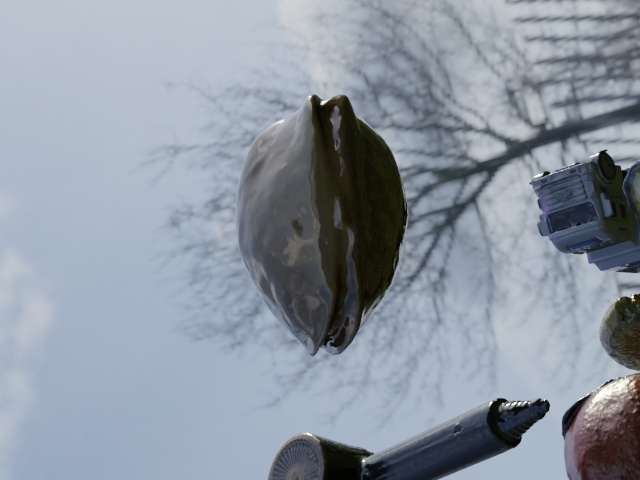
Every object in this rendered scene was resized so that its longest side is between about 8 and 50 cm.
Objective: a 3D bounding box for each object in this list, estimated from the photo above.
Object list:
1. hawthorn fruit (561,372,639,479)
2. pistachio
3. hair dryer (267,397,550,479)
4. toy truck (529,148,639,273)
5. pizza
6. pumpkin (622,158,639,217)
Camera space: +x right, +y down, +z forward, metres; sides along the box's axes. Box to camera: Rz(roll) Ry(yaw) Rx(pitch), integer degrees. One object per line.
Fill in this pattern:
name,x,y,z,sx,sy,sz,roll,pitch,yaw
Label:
hawthorn fruit,0.338,0.255,1.353,0.189,0.189,0.251,56,-146,-34
pistachio,0.000,0.000,1.229,0.213,0.162,0.260,94,177,-51
hair dryer,0.124,0.240,1.406,0.189,0.352,0.107,23,-128,-36
toy truck,0.425,-0.034,1.893,0.268,0.124,0.155,3,-107,-46
pizza,0.530,0.144,2.108,0.268,0.258,0.087,-12,-123,-24
pumpkin,0.379,0.038,0.976,0.312,0.148,0.169,55,179,23
